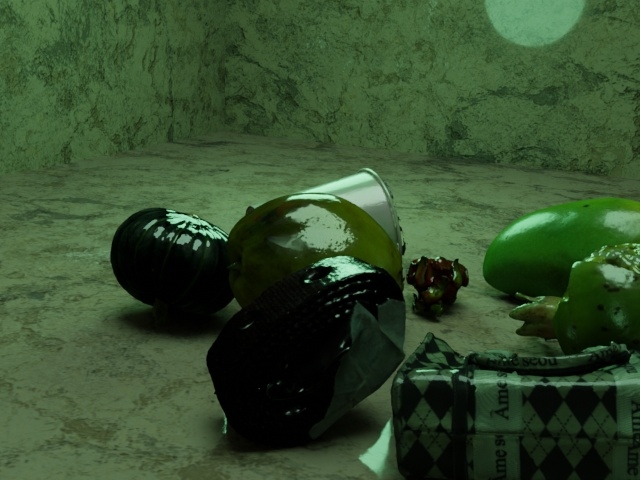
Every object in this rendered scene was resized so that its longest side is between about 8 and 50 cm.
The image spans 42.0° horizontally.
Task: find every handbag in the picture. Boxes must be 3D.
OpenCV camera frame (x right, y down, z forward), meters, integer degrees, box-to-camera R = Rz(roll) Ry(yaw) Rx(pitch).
[{"bbox_3d":[0.317,0.207,1.116,0.416,0.180,0.317,0,7,11],"label":"handbag"}]

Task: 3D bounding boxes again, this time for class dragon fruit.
[{"bbox_3d":[0.217,0.082,1.634,0.138,0.142,0.175,-17,34,35],"label":"dragon fruit"}]

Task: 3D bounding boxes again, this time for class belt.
[{"bbox_3d":[-0.010,0.147,1.119,0.289,0.184,0.164,-39,20,-6],"label":"belt"}]

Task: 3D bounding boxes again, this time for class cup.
[{"bbox_3d":[0.000,0.000,1.687,0.273,0.253,0.253,-13,20,-19],"label":"cup"}]

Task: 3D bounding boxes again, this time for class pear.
[{"bbox_3d":[-0.004,0.047,1.440,0.321,0.269,0.269,5,14,-20],"label":"pear"}]

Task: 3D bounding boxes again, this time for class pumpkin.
[{"bbox_3d":[-0.260,0.051,1.511,0.249,0.216,0.250,14,-16,4],"label":"pumpkin"}]

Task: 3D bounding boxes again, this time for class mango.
[{"bbox_3d":[0.506,0.036,1.656,0.381,0.225,0.201,-9,-6,31],"label":"mango"}]

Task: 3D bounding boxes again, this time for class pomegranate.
[{"bbox_3d":[0.455,0.125,1.359,0.236,0.236,0.301,-11,-6,-40],"label":"pomegranate"}]

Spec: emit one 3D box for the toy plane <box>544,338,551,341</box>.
[{"bbox_3d":[0.445,0.159,1.518,0.145,0.037,0.060,3,25,-13],"label":"toy plane"}]
